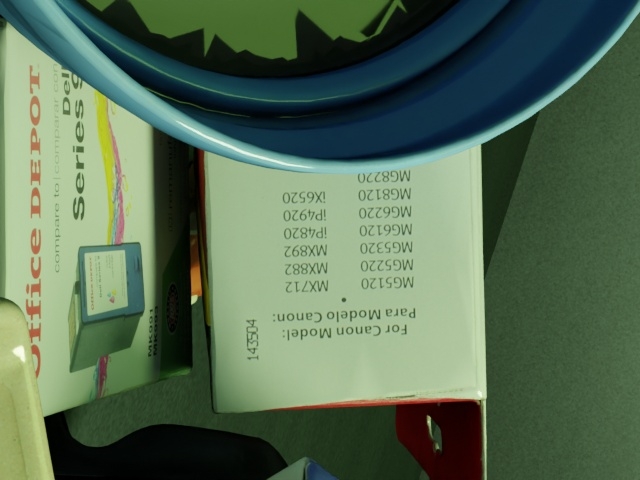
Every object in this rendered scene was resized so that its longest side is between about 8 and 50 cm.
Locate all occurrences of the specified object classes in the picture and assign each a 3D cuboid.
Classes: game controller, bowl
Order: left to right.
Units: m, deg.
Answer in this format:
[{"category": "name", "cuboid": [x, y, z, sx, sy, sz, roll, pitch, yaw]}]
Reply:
[{"category": "game controller", "cuboid": [-0.100, 0.138, 0.900, 0.319, 0.166, 0.067, 110, -8, -76]}, {"category": "bowl", "cuboid": [0.004, -0.222, 0.645, 0.391, 0.077, 0.391, -8, 103, -38]}]

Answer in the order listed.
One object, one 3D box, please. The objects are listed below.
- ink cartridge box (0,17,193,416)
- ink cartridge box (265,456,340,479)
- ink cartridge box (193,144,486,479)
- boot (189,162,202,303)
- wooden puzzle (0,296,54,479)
[{"category": "ink cartridge box", "cuboid": [-0.128, -0.008, 0.743, 0.212, 0.093, 0.154, -2, 92, -74]}, {"category": "ink cartridge box", "cuboid": [-0.059, 0.274, 0.707, 0.395, 0.151, 0.270, -36, -149, 30]}, {"category": "ink cartridge box", "cuboid": [0.000, 0.000, 0.917, 0.309, 0.130, 0.272, -147, -125, -85]}, {"category": "boot", "cuboid": [-0.076, -0.004, 1.147, 0.158, 0.059, 0.085, -23, 136, -61]}, {"category": "wooden puzzle", "cuboid": [-0.177, 0.151, 0.538, 0.044, 0.221, 0.239, 30, -50, 61]}]
